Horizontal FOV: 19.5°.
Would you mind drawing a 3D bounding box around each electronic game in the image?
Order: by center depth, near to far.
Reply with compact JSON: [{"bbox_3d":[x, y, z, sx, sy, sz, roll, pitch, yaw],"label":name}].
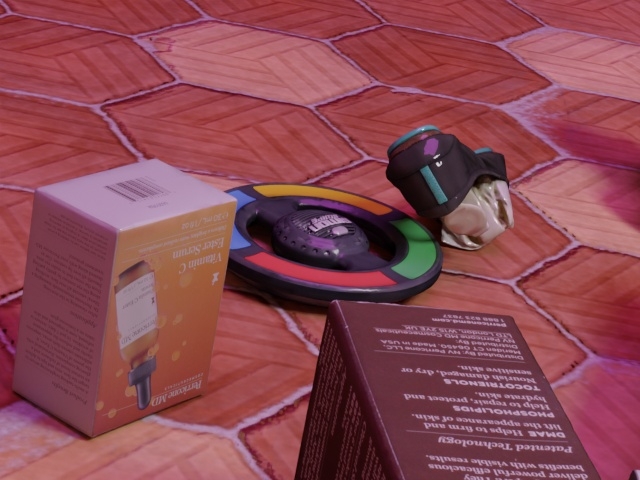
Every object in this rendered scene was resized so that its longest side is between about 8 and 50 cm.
[{"bbox_3d":[0.000,0.000,1.707,0.229,0.048,0.229,10,24,-4],"label":"electronic game"}]

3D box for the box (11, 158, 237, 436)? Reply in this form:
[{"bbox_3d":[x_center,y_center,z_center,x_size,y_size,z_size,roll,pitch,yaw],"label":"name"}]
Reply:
[{"bbox_3d":[-0.148,0.041,1.401,0.091,0.170,0.130,25,28,32],"label":"box"}]

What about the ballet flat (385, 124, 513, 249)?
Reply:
[{"bbox_3d":[0.130,-0.041,1.782,0.096,0.095,0.280,60,16,13],"label":"ballet flat"}]

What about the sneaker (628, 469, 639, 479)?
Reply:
[{"bbox_3d":[0.258,0.214,1.337,0.061,0.054,0.152,12,23,-4],"label":"sneaker"}]

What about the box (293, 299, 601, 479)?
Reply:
[{"bbox_3d":[0.084,0.204,1.115,0.143,0.191,0.381,6,25,-11],"label":"box"}]
